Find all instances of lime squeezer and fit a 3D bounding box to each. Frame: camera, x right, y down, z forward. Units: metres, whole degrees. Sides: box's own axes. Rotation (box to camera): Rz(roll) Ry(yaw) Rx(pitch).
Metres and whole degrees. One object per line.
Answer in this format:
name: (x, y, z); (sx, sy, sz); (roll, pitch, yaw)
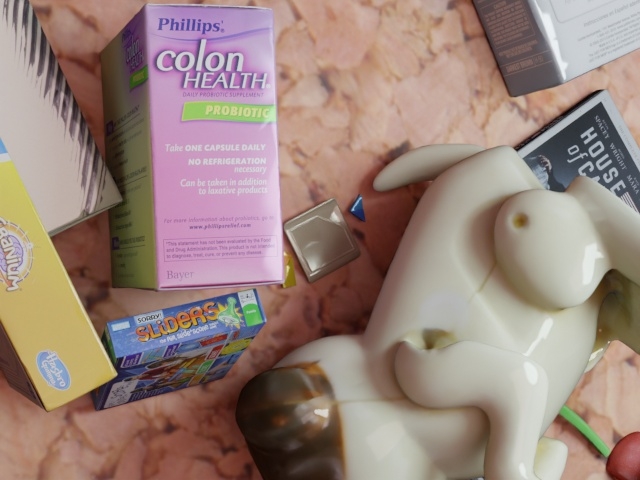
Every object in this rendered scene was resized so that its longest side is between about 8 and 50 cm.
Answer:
lime squeezer: (0.202, 0.181, 1.261); (0.310, 0.059, 0.110); (7, 86, -21)

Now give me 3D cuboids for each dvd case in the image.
dvd case: (0.280, -0.039, 1.311); (0.239, 0.029, 0.179); (-35, 101, -17)

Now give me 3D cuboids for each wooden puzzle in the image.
wooden puzzle: (0.000, 0.000, 1.214); (0.116, 0.014, 0.078); (-21, 100, -20)

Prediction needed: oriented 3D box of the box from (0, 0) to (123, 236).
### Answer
box: (-0.290, -0.137, 1.058); (0.094, 0.113, 0.275); (-28, 99, -20)

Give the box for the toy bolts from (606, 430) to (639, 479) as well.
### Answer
toy bolts: (0.381, 0.342, 1.267); (0.218, 0.158, 0.228); (44, 75, -14)

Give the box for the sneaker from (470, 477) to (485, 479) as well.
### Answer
sneaker: (0.146, 0.268, 1.249); (0.098, 0.038, 0.069); (10, 83, -29)

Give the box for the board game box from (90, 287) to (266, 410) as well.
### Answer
board game box: (-0.139, 0.105, 1.059); (0.136, 0.201, 0.035); (-12, 73, -21)

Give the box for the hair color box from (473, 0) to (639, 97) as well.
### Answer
hair color box: (0.242, -0.370, 1.262); (0.185, 0.113, 0.374); (-26, 98, -20)

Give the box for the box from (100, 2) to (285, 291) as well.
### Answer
box: (-0.124, -0.076, 1.062); (0.117, 0.213, 0.243); (-3, 89, -20)

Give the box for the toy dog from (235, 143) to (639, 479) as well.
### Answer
toy dog: (0.110, 0.112, 1.094); (0.408, 0.284, 0.395); (-42, 71, -6)

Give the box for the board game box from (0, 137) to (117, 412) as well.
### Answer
board game box: (-0.294, -0.016, 0.982); (0.064, 0.242, 0.316); (-27, 98, -20)
